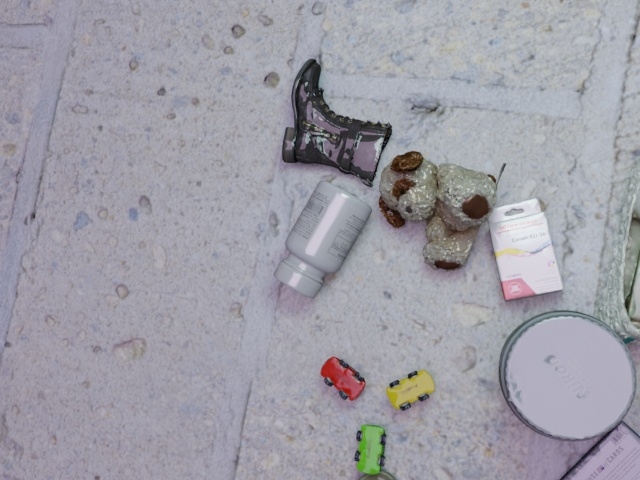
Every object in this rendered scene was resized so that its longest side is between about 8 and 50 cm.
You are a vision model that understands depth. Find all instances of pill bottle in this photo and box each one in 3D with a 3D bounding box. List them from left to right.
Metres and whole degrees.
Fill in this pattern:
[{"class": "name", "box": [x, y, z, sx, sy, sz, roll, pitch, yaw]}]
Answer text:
[{"class": "pill bottle", "box": [0.000, 0.000, 1.427, 0.131, 0.131, 0.229, 30, 91, 17]}]

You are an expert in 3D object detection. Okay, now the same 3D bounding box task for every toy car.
[{"class": "toy car", "box": [0.111, 0.364, 1.387, 0.239, 0.053, 0.224, 5, 84, 16]}]

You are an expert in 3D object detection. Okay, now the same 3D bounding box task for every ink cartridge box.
[{"class": "ink cartridge box", "box": [0.406, 0.015, 1.348, 0.116, 0.067, 0.198, -13, 79, 14]}]

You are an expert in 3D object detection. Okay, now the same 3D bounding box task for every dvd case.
[{"class": "dvd case", "box": [0.594, 0.485, 1.252, 0.239, 0.029, 0.179, 44, 95, 17]}]

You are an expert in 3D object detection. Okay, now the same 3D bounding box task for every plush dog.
[{"class": "plush dog", "box": [0.227, -0.096, 1.354, 0.226, 0.262, 0.210, 21, 55, 7]}]

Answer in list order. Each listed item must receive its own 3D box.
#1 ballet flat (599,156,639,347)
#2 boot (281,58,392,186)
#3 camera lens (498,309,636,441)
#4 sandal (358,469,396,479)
[{"class": "ballet flat", "box": [0.631, 0.005, 1.256, 0.147, 0.147, 0.408, 13, 85, 16]}, {"class": "boot", "box": [0.046, -0.260, 1.485, 0.229, 0.091, 0.262, 10, 89, 11]}, {"class": "camera lens", "box": [0.432, 0.236, 1.202, 0.220, 0.274, 0.219, -2, 81, 15]}, {"class": "sandal", "box": [0.051, 0.577, 1.305, 0.120, 0.086, 0.302, 32, 67, 8]}]
